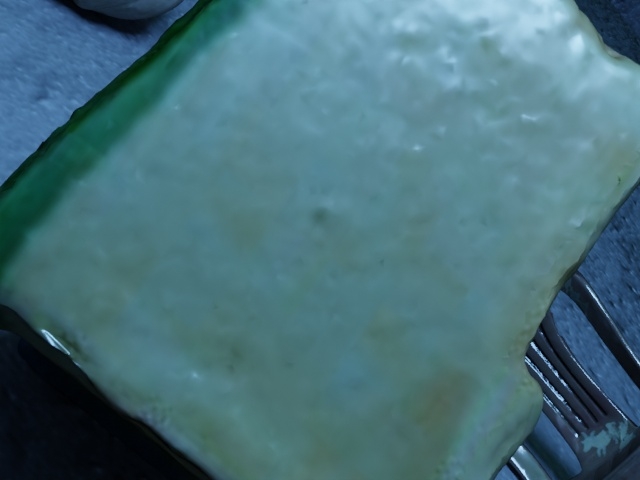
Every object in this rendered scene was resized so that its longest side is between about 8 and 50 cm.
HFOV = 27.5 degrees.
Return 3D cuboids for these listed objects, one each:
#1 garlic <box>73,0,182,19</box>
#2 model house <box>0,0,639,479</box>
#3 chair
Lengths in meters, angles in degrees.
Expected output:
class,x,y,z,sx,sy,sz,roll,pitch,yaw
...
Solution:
class,x,y,z,sx,sy,sz,roll,pitch,yaw
garlic,-0.221,-0.321,1.336,0.228,0.152,0.228,37,17,-14
model house,0.000,0.000,0.903,0.334,0.382,0.342,40,-10,-3
chair,0.238,0.185,1.141,0.326,0.175,0.183,48,18,7
